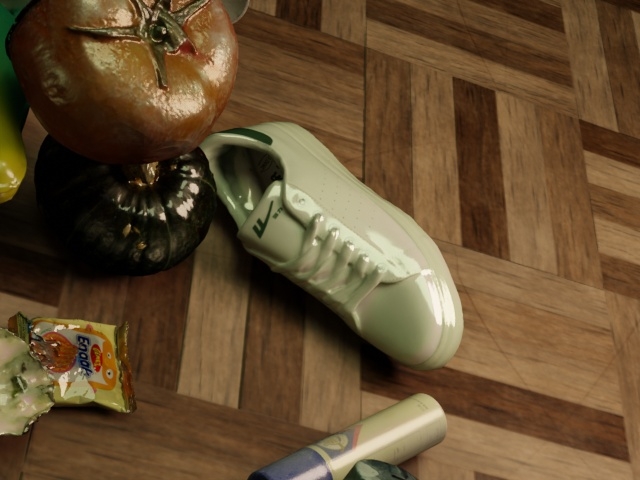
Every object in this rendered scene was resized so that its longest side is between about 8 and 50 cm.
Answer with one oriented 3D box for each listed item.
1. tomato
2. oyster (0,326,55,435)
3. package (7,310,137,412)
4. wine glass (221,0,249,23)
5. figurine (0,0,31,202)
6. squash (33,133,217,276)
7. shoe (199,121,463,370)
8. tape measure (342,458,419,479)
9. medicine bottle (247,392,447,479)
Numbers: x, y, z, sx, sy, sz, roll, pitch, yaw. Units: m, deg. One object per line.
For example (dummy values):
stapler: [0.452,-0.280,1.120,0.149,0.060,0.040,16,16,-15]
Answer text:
tomato: [-0.174,-0.150,1.293,0.214,0.181,0.155,-12,73,-40]
oyster: [-0.348,0.133,1.231,0.209,0.072,0.132,-4,65,-35]
package: [-0.242,0.119,1.328,0.121,0.031,0.108,6,49,-24]
wine glass: [-0.128,-0.386,1.783,0.165,0.165,0.196,21,48,-9]
figurine: [-0.399,-0.150,1.355,0.324,0.231,0.340,19,41,12]
squash: [-0.203,-0.057,1.428,0.193,0.156,0.193,8,46,-8]
shoe: [0.000,0.000,1.481,0.363,0.131,0.160,49,28,24]
tape measure: [0.033,0.324,1.117,0.147,0.256,0.275,22,38,-14]
medicine bottle: [0.030,0.217,1.362,0.231,0.059,0.059,-19,61,-40]
